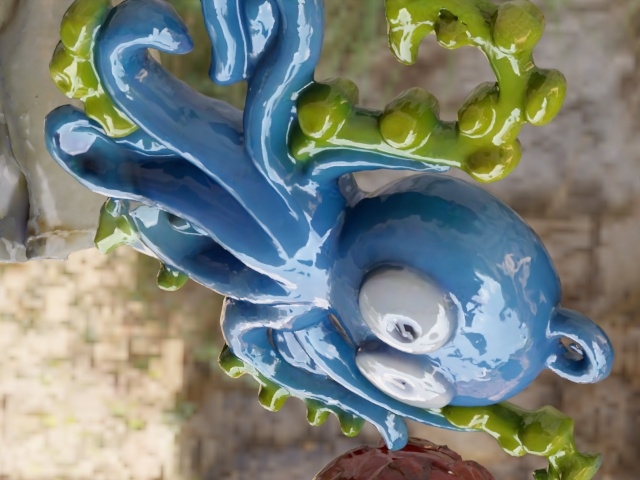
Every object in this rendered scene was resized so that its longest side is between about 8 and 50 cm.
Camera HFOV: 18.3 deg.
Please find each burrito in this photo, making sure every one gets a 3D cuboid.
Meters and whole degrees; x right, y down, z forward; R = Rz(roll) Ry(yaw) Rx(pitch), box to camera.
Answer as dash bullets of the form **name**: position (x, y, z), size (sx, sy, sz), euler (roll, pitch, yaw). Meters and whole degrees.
- **burrito**: position (-0.226, -0.147, 1.416), size (0.190, 0.332, 0.135), euler (-11, -168, 23)

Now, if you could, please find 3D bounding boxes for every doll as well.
- **doll**: position (0.000, 0.000, 1.059), size (0.341, 0.346, 0.099), euler (18, -133, 14)

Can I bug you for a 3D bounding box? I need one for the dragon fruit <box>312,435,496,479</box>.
- **dragon fruit**: position (0.056, 0.221, 1.315), size (0.172, 0.172, 0.209), euler (2, -162, -6)
